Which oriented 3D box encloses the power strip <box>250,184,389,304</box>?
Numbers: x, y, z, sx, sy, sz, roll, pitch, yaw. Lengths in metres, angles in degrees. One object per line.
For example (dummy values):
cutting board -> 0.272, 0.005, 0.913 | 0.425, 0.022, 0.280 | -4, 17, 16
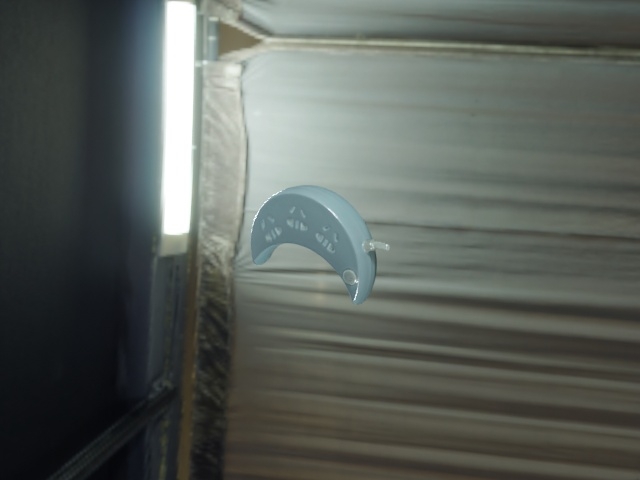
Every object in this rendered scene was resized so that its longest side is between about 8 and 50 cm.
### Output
power strip -> 0.000, 0.000, 1.157 | 0.044, 0.216, 0.137 | -25, -55, -48
